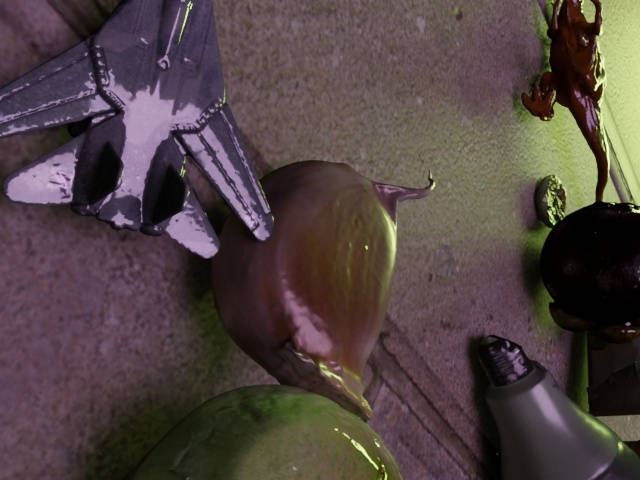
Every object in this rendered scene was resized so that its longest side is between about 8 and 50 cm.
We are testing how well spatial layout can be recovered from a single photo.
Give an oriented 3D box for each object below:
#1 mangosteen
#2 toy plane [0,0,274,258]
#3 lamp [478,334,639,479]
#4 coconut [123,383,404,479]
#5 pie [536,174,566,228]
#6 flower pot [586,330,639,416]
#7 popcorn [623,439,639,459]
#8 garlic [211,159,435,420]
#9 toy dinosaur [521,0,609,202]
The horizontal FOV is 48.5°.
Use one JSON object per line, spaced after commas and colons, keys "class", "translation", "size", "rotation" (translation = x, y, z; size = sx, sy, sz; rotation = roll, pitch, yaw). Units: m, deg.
{"class": "mangosteen", "translation": [0.406, 0.059, 1.004], "size": [0.194, 0.194, 0.230], "rotation": [-14, 112, -47]}
{"class": "toy plane", "translation": [-0.116, -0.130, 0.497], "size": [0.212, 0.088, 0.267], "rotation": [19, 63, -32]}
{"class": "lamp", "translation": [0.298, 0.260, 0.918], "size": [0.182, 0.182, 0.313], "rotation": [-13, 75, -47]}
{"class": "coconut", "translation": [-0.042, 0.213, 0.486], "size": [0.235, 0.236, 0.204], "rotation": [59, 43, -29]}
{"class": "pie", "translation": [0.344, -0.059, 1.054], "size": [0.085, 0.017, 0.085], "rotation": [0, 90, -48]}
{"class": "flower pot", "translation": [0.500, 0.173, 1.105], "size": [0.212, 0.212, 0.202], "rotation": [9, 73, -48]}
{"class": "popcorn", "translation": [0.471, 0.415, 1.063], "size": [0.237, 0.206, 0.251], "rotation": [25, 59, -30]}
{"class": "garlic", "translation": [0.000, -0.005, 0.587], "size": [0.148, 0.129, 0.266], "rotation": [47, 55, -31]}
{"class": "toy dinosaur", "translation": [0.370, -0.212, 1.034], "size": [0.208, 0.097, 0.431], "rotation": [-22, 110, -56]}
